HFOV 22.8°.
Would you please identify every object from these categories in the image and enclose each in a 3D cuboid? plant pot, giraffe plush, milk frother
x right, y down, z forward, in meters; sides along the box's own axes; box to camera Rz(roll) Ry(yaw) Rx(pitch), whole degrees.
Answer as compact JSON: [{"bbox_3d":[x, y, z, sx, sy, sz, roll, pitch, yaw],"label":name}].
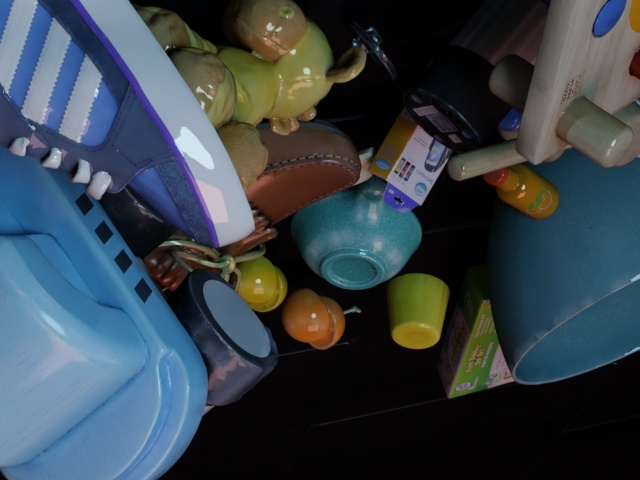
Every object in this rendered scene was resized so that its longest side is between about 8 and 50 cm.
[{"bbox_3d":[0.290,-0.004,1.653,0.290,0.195,0.290,-22,160,-8],"label":"plant pot"},{"bbox_3d":[-0.059,-0.128,1.260,0.170,0.181,0.210,-36,146,-16],"label":"giraffe plush"},{"bbox_3d":[0.113,-0.171,1.357,0.135,0.129,0.143,-51,125,-15],"label":"milk frother"}]

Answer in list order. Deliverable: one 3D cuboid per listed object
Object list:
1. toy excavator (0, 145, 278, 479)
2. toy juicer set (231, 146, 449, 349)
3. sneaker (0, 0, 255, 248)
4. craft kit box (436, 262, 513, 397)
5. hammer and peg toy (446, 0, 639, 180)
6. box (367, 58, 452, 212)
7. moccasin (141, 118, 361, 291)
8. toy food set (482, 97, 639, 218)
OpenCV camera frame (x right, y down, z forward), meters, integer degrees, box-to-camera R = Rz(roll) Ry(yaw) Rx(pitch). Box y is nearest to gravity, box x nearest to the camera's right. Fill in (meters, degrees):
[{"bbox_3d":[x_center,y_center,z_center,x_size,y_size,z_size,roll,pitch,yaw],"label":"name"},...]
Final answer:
[{"bbox_3d":[-0.285,0.015,1.175,0.222,0.433,0.445,-38,170,17],"label":"toy excavator"},{"bbox_3d":[0.000,0.000,1.624,0.209,0.089,0.329,-6,143,16],"label":"toy juicer set"},{"bbox_3d":[-0.220,-0.080,1.053,0.236,0.323,0.130,-35,-168,-5],"label":"sneaker"},{"bbox_3d":[0.278,0.090,1.910,0.247,0.061,0.250,-14,151,-15],"label":"craft kit box"},{"bbox_3d":[0.250,-0.163,1.254,0.266,0.127,0.361,-32,147,-34],"label":"hammer and peg toy"},{"bbox_3d":[0.095,-0.093,1.477,0.136,0.028,0.081,-58,148,0],"label":"box"},{"bbox_3d":[-0.137,0.004,1.441,0.380,0.147,0.139,-22,154,3],"label":"moccasin"},{"bbox_3d":[0.250,-0.131,1.498,0.232,0.111,0.104,-37,148,20],"label":"toy food set"}]
